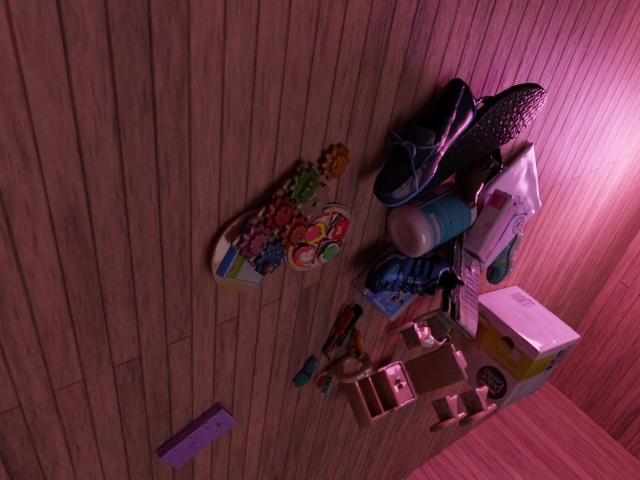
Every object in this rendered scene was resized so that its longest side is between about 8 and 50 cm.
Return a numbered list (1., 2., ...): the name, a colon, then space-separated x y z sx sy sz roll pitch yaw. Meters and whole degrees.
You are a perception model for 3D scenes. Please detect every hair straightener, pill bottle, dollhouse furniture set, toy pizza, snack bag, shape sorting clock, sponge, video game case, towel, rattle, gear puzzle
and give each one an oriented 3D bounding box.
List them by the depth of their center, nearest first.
1. gear puzzle: -0.038 -0.070 1.248 0.339 0.044 0.175 -49 145 -10
2. shape sorting clock: -0.153 0.023 1.261 0.206 0.040 0.206 -31 139 -32
3. toy pizza: 0.000 0.000 1.402 0.201 0.032 0.201 -27 141 -24
4. pill bottle: 0.323 -0.069 1.562 0.264 0.146 0.146 -26 141 -24
5. sponge: -0.345 0.550 1.607 0.210 0.031 0.117 -37 144 -13
6. video game case: 0.245 0.106 1.735 0.244 0.061 0.269 -46 145 -1
7. hair straightener: 0.075 0.285 1.752 0.089 0.047 0.230 -6 129 -42
8. rattle: 0.057 0.391 1.828 0.200 0.130 0.142 -18 133 7
9. towel: 0.465 0.133 1.841 0.324 0.056 0.312 38 57 -54
10. snack bag: 0.593 -0.112 1.845 0.342 0.037 0.323 -44 136 -15
11. dollhouse furniture set: 0.303 0.471 1.925 0.257 0.362 0.394 -11 163 -41

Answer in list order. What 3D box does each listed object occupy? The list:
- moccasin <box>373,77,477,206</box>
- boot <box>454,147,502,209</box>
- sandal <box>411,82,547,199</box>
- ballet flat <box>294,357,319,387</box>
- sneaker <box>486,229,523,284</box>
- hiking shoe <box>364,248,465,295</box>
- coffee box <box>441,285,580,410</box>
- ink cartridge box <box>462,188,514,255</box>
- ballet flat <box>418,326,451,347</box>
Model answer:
1. moccasin: 0.227 -0.239 1.335 0.342 0.138 0.117 -55 142 -11
2. boot: 0.417 -0.178 1.501 0.082 0.219 0.106 37 131 -21
3. sandal: 0.364 -0.276 1.455 0.446 0.107 0.167 -33 146 4
4. ballet flat: -0.039 0.410 1.773 0.041 0.041 0.114 15 115 -51
5. sneaker: 0.635 0.047 2.065 0.110 0.107 0.275 -9 129 -15
6. hiking shoe: 0.262 0.097 1.578 0.304 0.132 0.113 -12 130 -34
7. coffee box: 0.767 0.433 2.353 0.338 0.337 0.334 -7 130 -42
8. ink cartridge box: 0.498 -0.032 1.680 0.185 0.065 0.311 -60 158 3
9. ballet flat: 0.418 0.367 2.161 0.232 0.073 0.080 0 125 -45
